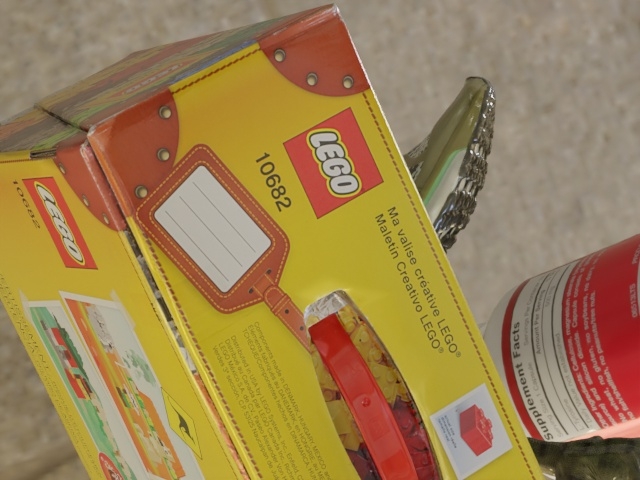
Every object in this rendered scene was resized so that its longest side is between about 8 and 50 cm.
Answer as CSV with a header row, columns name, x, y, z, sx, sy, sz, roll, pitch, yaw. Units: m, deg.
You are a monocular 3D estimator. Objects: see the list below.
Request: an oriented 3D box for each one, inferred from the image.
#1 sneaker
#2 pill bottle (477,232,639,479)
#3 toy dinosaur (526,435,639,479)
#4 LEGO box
name,x,y,z,sx,sy,sz,roll,pitch,yaw
sneaker,0.000,0.000,1.666,0.182,0.410,0.158,37,-2,10
pill bottle,0.316,0.117,1.892,0.229,0.408,0.229,21,57,-37
toy dinosaur,0.217,0.203,1.513,0.064,0.268,0.118,-43,124,-44
LEGO box,-0.043,0.113,1.326,0.193,0.372,0.500,-29,103,-23
